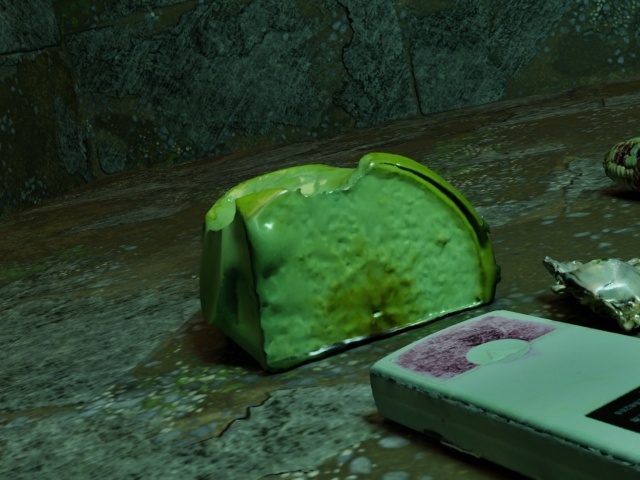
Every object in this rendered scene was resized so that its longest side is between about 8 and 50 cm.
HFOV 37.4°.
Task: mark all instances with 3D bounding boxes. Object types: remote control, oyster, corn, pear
[{"bbox_3d":[0.175,0.107,0.609,0.145,0.050,0.344,-19,13,-27],"label":"remote control"},{"bbox_3d":[0.252,0.038,0.846,0.109,0.053,0.166,10,10,13],"label":"oyster"},{"bbox_3d":[0.442,-0.089,1.167,0.086,0.086,0.253,-16,10,-15],"label":"corn"},{"bbox_3d":[0.000,0.000,1.002,0.287,0.176,0.282,-15,10,-16],"label":"pear"}]
